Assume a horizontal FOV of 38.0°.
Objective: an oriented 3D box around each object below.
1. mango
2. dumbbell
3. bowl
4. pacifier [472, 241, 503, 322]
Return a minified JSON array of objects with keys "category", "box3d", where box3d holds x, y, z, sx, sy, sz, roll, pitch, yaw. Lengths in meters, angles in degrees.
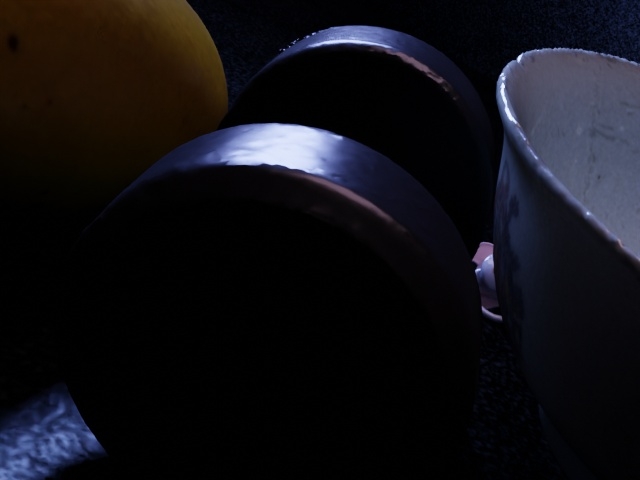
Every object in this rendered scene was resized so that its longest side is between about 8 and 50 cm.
[{"category":"mango","box3d":[-0.224,-0.133,0.624,0.300,0.232,0.446,33,11,19]},{"category":"dumbbell","box3d":[0.000,0.000,0.558,0.204,0.203,0.322,27,26,0]},{"category":"bowl","box3d":[0.259,0.076,0.569,0.435,0.196,0.435,20,31,-13]},{"category":"pacifier","box3d":[0.182,0.046,0.928,0.099,0.081,0.078,7,-16,6]}]
